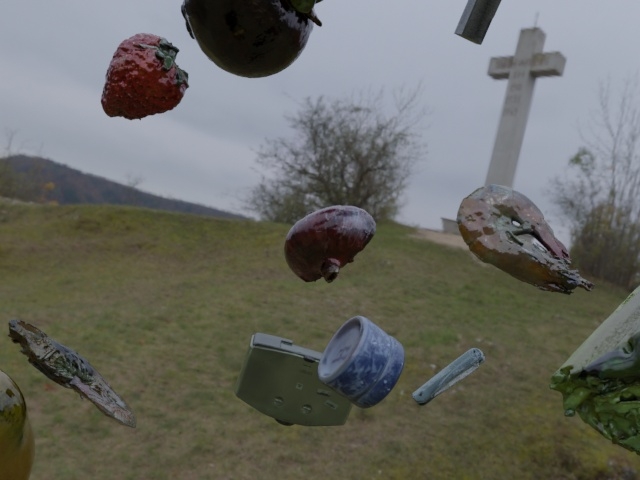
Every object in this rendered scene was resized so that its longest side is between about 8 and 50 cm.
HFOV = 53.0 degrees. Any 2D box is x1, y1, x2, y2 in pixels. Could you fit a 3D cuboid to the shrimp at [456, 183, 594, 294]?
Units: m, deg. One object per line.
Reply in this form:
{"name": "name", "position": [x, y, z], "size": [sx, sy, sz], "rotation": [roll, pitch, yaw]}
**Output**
{"name": "shrimp", "position": [0.254, 0.004, 0.787], "size": [0.190, 0.101, 0.042], "rotation": [37, -8, 8]}

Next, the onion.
{"name": "onion", "position": [0.000, 0.000, 1.187], "size": [0.206, 0.151, 0.098], "rotation": [-33, -61, 32]}

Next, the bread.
{"name": "bread", "position": [0.557, 0.168, 0.987], "size": [0.377, 0.208, 0.251], "rotation": [-33, -2, -34]}

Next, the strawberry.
{"name": "strawberry", "position": [-0.288, -0.258, 1.018], "size": [0.148, 0.131, 0.131], "rotation": [-14, -4, 3]}

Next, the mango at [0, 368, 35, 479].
{"name": "mango", "position": [-0.459, 0.249, 0.790], "size": [0.211, 0.317, 0.173], "rotation": [28, 38, -8]}

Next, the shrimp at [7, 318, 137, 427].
{"name": "shrimp", "position": [-0.361, 0.203, 0.955], "size": [0.251, 0.052, 0.144], "rotation": [45, -18, -31]}

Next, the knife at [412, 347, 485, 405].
{"name": "knife", "position": [0.251, 0.267, 1.247], "size": [0.023, 0.162, 0.044], "rotation": [52, 1, -38]}

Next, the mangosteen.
{"name": "mangosteen", "position": [-0.115, -0.506, 1.365], "size": [0.360, 0.305, 0.306], "rotation": [-8, -5, 7]}

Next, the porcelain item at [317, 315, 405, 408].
{"name": "porcelain item", "position": [0.079, 0.229, 1.198], "size": [0.114, 0.147, 0.147], "rotation": [37, -8, -13]}

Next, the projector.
{"name": "projector", "position": [-0.053, 0.330, 1.484], "size": [0.270, 0.193, 0.088], "rotation": [17, 20, -6]}

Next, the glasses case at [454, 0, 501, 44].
{"name": "glasses case", "position": [0.400, -0.585, 1.552], "size": [0.071, 0.204, 0.047], "rotation": [17, 14, -22]}
